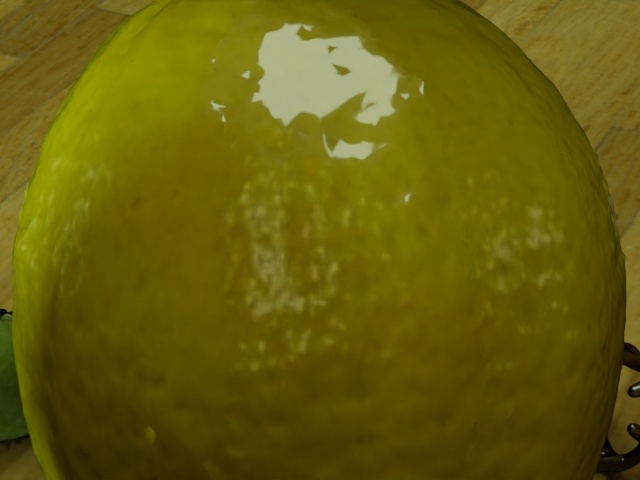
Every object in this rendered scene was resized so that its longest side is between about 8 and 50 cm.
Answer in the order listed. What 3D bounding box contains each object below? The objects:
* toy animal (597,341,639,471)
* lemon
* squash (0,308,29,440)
[{"bbox_3d":[0.290,0.135,1.182,0.259,0.087,0.243,-1,29,-11],"label":"toy animal"},{"bbox_3d":[0.000,0.000,1.107,0.364,0.364,0.364,1,31,-1],"label":"lemon"},{"bbox_3d":[-0.243,0.043,1.250,0.236,0.155,0.204,7,33,12],"label":"squash"}]
